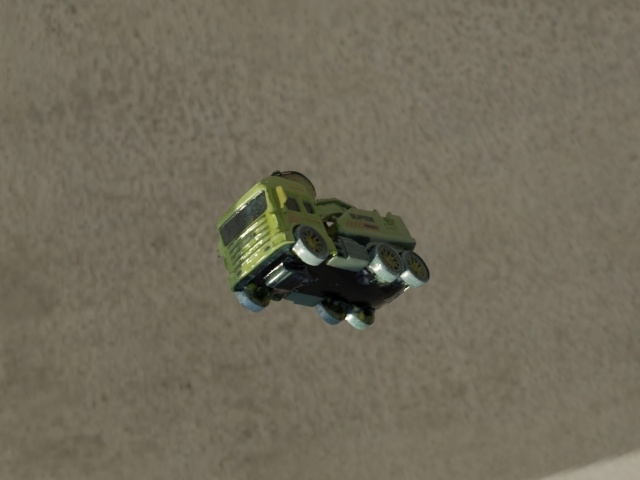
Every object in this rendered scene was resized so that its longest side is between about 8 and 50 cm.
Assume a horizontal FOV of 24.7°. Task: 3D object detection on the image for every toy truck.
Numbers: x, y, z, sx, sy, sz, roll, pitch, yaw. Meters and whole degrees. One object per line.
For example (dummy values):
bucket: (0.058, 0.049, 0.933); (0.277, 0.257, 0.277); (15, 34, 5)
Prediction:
toy truck: (0.000, 0.000, 1.231); (0.191, 0.116, 0.085); (13, 136, -44)
